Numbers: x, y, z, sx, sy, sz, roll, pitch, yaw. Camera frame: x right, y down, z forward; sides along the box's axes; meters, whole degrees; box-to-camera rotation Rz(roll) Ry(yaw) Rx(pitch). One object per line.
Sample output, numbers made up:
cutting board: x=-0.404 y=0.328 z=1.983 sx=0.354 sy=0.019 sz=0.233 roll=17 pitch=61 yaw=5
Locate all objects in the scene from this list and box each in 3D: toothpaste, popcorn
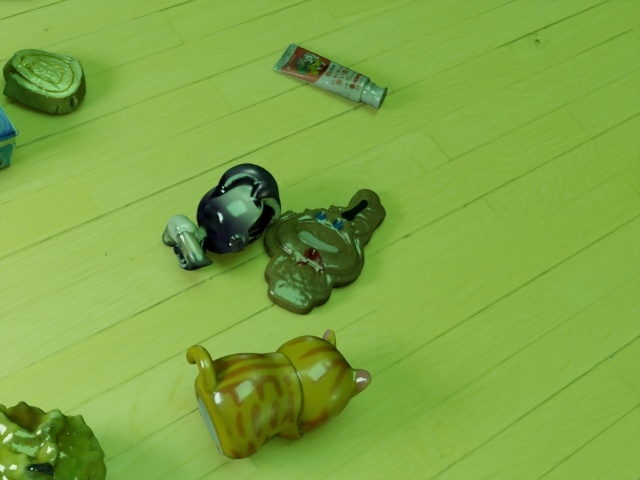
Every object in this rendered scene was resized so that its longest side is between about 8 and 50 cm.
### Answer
toothpaste: x=0.024 y=-0.341 z=2.000 sx=0.234 sy=0.057 sz=0.089 roll=24 pitch=56 yaw=10
popcorn: x=-0.426 y=0.329 z=1.336 sx=0.249 sy=0.225 sz=0.249 roll=4 pitch=66 yaw=-8

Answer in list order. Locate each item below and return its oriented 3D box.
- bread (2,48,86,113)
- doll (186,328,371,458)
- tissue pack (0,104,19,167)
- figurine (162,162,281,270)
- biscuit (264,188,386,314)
bread: x=-0.522 y=-0.302 z=1.809 sx=0.156 sy=0.064 sz=0.117 roll=18 pitch=51 yaw=-3
doll: x=-0.076 y=0.241 z=1.533 sx=0.269 sy=0.162 sz=0.167 roll=-8 pitch=45 yaw=-32
tissue pack: x=-0.686 y=-0.184 z=1.625 sx=0.263 sy=0.146 sz=0.198 roll=-29 pitch=79 yaw=-33
figurine: x=-0.171 y=-0.047 z=1.698 sx=0.222 sy=0.145 sz=0.145 roll=-30 pitch=70 yaw=-23
biscuit: x=0.009 y=0.004 z=1.777 sx=0.320 sy=0.047 sz=0.183 roll=-34 pitch=75 yaw=-32
